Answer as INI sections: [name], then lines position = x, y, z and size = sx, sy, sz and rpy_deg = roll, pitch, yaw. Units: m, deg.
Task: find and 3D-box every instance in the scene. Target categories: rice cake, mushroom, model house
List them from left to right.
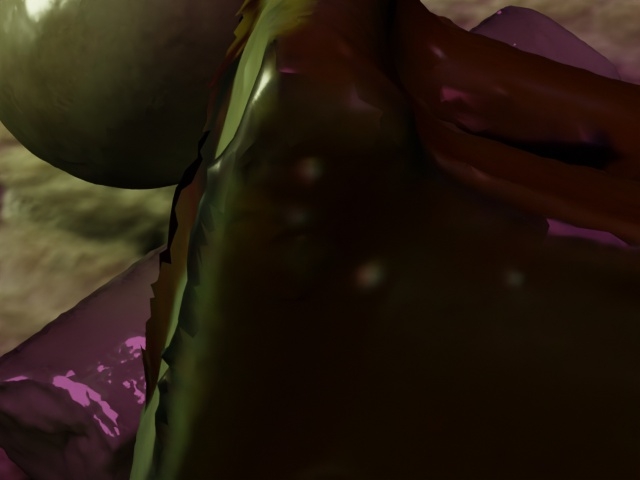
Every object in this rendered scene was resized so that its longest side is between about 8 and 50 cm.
[mushroom]
position = -0.060, -0.074, 0.668
size = 0.117, 0.141, 0.188
rpy_deg = -53, 20, -17
[rice cake]
position = 0.000, 0.000, 0.623
size = 0.256, 0.052, 0.057
rpy_deg = -36, 80, -30
[model house]
position = 0.080, 0.012, 0.474
size = 0.239, 0.173, 0.268
rpy_deg = 16, 25, -4
